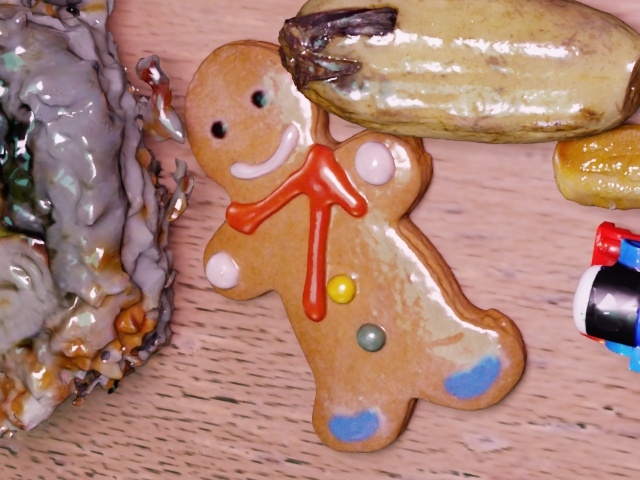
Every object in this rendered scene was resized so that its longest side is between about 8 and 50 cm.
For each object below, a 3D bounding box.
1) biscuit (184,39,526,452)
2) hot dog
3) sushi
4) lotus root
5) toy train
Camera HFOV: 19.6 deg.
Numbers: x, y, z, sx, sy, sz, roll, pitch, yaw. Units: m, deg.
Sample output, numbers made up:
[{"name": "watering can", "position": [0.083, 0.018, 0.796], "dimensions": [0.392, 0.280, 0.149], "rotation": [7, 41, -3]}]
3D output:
[{"name": "biscuit", "position": [-0.001, 0.000, 1.358], "dimensions": [0.205, 0.049, 0.324], "rotation": [-28, 87, 28]}, {"name": "hot dog", "position": [0.259, -0.046, 1.222], "dimensions": [0.215, 0.047, 0.066], "rotation": [-3, 64, 25]}, {"name": "sushi", "position": [-0.279, -0.040, 1.404], "dimensions": [0.417, 0.176, 0.417], "rotation": [6, 104, 24]}, {"name": "lotus root", "position": [0.098, -0.120, 1.257], "dimensions": [0.258, 0.097, 0.110], "rotation": [9, 108, 16]}, {"name": "toy train", "position": [0.262, 0.053, 1.195], "dimensions": [0.204, 0.131, 0.083], "rotation": [13, 107, 22]}]
